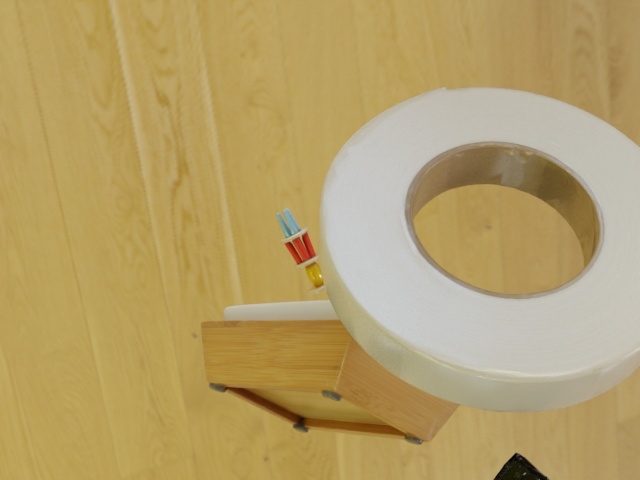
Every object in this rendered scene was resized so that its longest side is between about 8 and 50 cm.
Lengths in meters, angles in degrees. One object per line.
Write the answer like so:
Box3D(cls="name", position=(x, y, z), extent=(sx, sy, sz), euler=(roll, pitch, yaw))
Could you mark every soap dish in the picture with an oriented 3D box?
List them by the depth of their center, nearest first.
Box3D(cls="soap dish", position=(0.008, 0.172, 1.238), extent=(0.229, 0.290, 0.118), euler=(34, 64, -37))

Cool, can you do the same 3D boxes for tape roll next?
Box3D(cls="tape roll", position=(0.190, -0.007, 1.020), extent=(0.392, 0.392, 0.072), euler=(-25, 148, -18))

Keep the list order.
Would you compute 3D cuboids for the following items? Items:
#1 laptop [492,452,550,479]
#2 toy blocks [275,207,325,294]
Box3D(cls="laptop", position=(0.270, 0.410, 1.072), extent=(0.234, 0.264, 0.136), euler=(-56, 152, 8))
Box3D(cls="toy blocks", position=(0.000, 0.000, 1.610), extent=(0.123, 0.054, 0.148), euler=(-28, 98, -11))
